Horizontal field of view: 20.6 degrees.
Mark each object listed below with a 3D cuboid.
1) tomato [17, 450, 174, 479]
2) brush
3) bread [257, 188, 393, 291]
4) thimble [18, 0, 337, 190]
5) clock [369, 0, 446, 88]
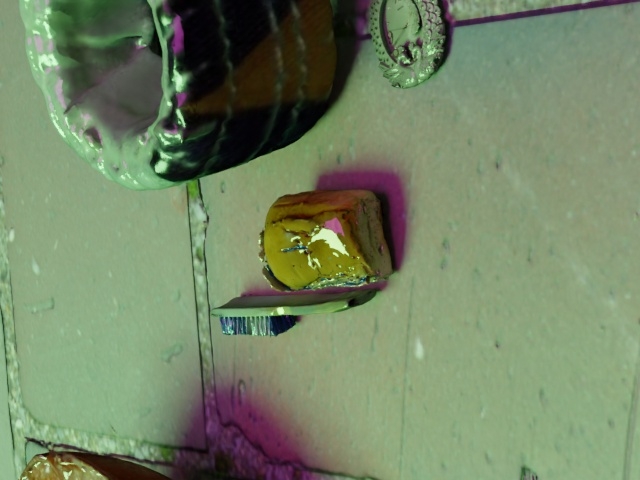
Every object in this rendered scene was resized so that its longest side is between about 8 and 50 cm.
[{"bbox_3d":[-0.131,0.330,1.399,0.338,0.143,0.338,11,105,46],"label":"tomato"},{"bbox_3d":[-0.022,0.055,1.303,0.178,0.033,0.030,-6,97,53],"label":"brush"},{"bbox_3d":[0.000,0.000,1.251,0.106,0.053,0.072,-6,94,47],"label":"bread"},{"bbox_3d":[-0.109,-0.150,1.265,0.237,0.150,0.237,28,128,41],"label":"thimble"},{"bbox_3d":[0.057,-0.145,1.188,0.074,0.010,0.083,-28,73,51],"label":"clock"}]
